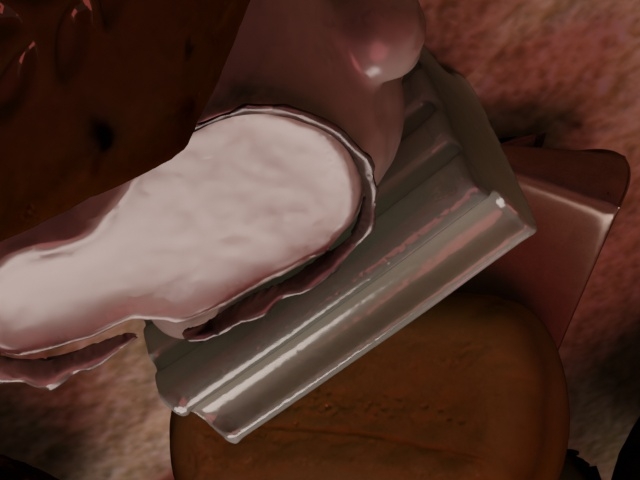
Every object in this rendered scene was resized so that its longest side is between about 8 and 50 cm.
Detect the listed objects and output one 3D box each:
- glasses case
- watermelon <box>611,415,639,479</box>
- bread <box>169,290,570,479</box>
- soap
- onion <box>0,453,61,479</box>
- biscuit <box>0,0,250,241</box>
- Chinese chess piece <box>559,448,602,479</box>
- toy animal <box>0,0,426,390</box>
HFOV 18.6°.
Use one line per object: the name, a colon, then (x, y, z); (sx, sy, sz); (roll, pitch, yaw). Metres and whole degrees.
glasses case: (0.099, 0.006, 1.086); (0.102, 0.070, 0.193); (19, 136, 4)
watermelon: (0.342, 0.193, 1.204); (0.359, 0.279, 0.279); (16, 128, -40)
bread: (0.028, 0.101, 1.063); (0.217, 0.147, 0.098); (5, 160, 22)
soap: (0.000, 0.000, 0.991); (0.198, 0.119, 0.066); (-36, 135, 18)
onion: (-0.274, 0.274, 1.084); (0.385, 0.347, 0.348); (1, 153, 40)
biscuit: (-0.144, -0.159, 0.672); (0.359, 0.046, 0.359); (-9, 103, -41)
Chinese chess piece: (0.111, 0.295, 1.168); (0.146, 0.349, 0.349); (-7, 137, -8)
toy animal: (-0.113, -0.037, 0.891); (0.325, 0.154, 0.208); (-8, 131, -5)
